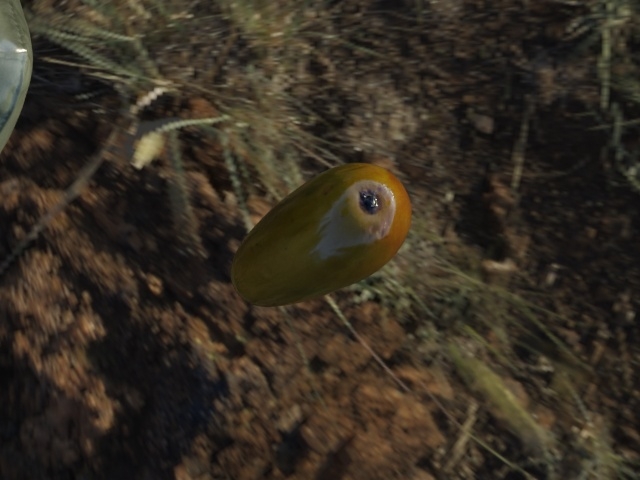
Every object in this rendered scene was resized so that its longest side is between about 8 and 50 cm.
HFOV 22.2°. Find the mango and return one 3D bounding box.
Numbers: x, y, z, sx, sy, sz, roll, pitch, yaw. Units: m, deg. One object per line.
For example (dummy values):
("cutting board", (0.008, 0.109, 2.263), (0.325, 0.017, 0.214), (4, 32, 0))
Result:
("mango", (0.000, 0.000, 1.652), (0.138, 0.253, 0.113), (-31, 89, -45))

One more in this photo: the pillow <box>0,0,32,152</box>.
("pillow", (-0.256, -0.069, 0.869), (0.120, 0.255, 0.322), (10, 135, -33))
